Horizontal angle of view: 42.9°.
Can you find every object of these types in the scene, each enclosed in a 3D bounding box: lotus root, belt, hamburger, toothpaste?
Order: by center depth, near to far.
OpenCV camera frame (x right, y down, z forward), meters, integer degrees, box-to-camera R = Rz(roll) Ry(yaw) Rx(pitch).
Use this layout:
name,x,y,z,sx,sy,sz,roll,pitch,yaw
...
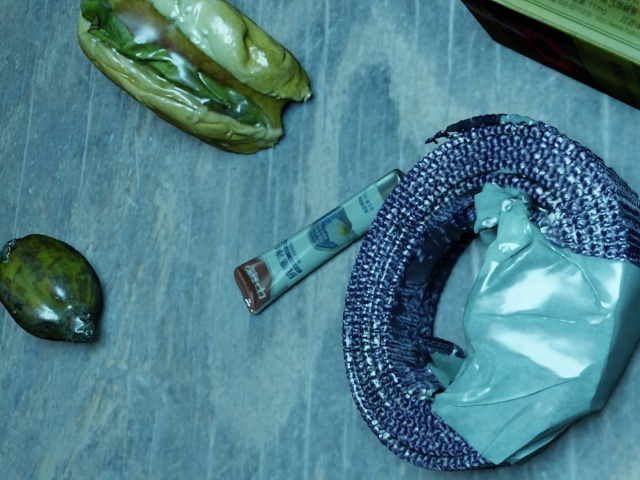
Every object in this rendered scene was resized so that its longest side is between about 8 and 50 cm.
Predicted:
name,x,y,z,sx,sy,sz,roll,pitch,yaw
belt,0.151,0.053,0.739,0.260,0.122,0.325,28,94,39
toothpaste,0.000,0.000,0.898,0.239,0.039,0.062,-34,69,24
hamburger,-0.186,-0.243,0.976,0.162,0.209,0.330,-51,55,11
lotus root,-0.348,0.065,1.061,0.209,0.120,0.120,38,99,33

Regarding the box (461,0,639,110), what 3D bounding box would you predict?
name,x,y,z,sx,sy,sz,roll,pitch,yaw
box,0.236,-0.190,0.721,0.240,0.159,0.071,37,101,32
